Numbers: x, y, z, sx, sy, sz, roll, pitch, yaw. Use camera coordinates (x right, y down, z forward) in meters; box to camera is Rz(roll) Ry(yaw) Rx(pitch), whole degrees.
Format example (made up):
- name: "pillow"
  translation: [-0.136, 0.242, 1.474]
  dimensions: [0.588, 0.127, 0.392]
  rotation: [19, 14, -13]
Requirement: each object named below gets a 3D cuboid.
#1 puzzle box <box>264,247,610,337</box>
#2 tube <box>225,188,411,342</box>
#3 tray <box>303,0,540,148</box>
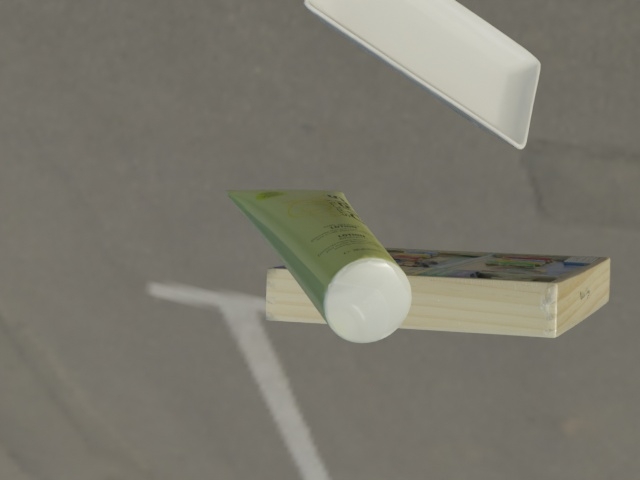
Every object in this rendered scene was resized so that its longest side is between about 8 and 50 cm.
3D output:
- name: "puzzle box"
  translation: [0.131, 0.046, 1.776]
  dimensions: [0.272, 0.052, 0.409]
  rotation: [2, -177, 15]
- name: "tube"
  translation: [0.000, 0.000, 1.263]
  dimensions: [0.070, 0.062, 0.240]
  rotation: [43, -176, -23]
- name: "tray"
  translation: [0.100, -0.200, 1.778]
  dimensions: [0.270, 0.145, 0.030]
  rotation: [32, 133, -16]
